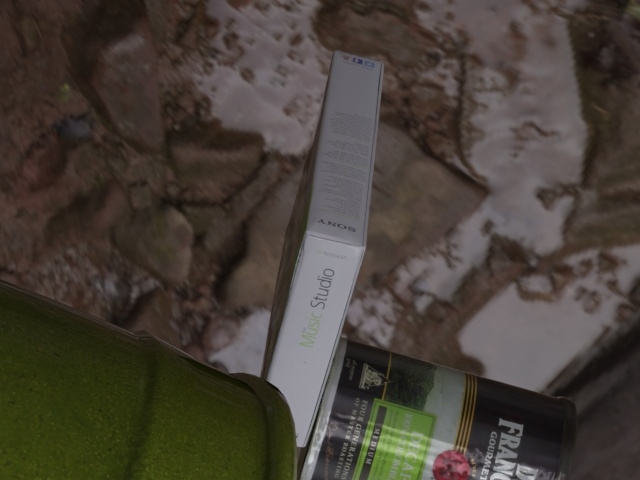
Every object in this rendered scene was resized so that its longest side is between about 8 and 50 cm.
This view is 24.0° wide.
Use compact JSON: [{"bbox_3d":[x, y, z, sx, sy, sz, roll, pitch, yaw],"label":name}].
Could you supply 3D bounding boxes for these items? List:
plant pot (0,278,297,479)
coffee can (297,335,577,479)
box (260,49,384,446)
[{"bbox_3d":[-0.258,0.135,0.695,0.353,0.366,0.366,34,96,-17],"label":"plant pot"},{"bbox_3d":[0.122,0.237,1.668,0.275,0.201,0.201,15,105,0],"label":"coffee can"},{"bbox_3d":[0.000,0.000,1.393,0.058,0.322,0.232,14,125,-3],"label":"box"}]
